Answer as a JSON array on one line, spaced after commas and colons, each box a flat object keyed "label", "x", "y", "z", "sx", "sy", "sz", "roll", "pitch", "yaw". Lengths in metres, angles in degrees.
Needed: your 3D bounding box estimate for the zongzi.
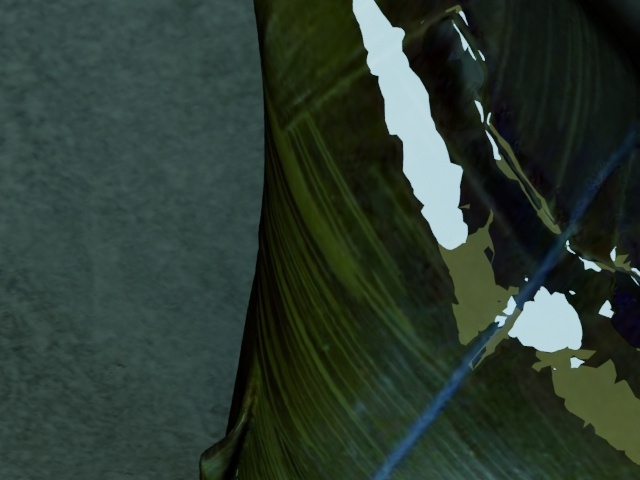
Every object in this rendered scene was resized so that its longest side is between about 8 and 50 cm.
[{"label": "zongzi", "x": 0.000, "y": 0.000, "z": 0.683, "sx": 0.432, "sy": 0.208, "sz": 0.403, "roll": 46, "pitch": 135, "yaw": -9}]
